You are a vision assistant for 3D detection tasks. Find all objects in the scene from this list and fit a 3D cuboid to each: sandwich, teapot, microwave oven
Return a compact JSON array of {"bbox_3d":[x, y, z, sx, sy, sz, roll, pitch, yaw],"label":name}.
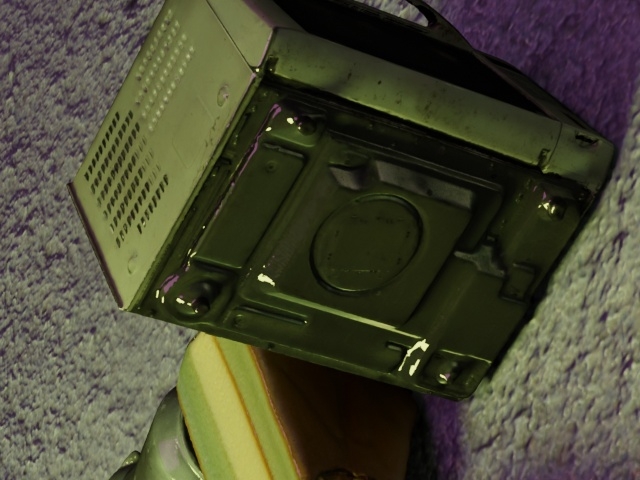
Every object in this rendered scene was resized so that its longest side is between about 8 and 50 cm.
[{"bbox_3d":[-0.041,0.200,1.953,0.155,0.227,0.198,-50,15,36],"label":"sandwich"},{"bbox_3d":[-0.132,0.275,2.197,0.203,0.171,0.225,58,139,13],"label":"teapot"},{"bbox_3d":[0.022,-0.056,1.865,0.333,0.394,0.247,-60,34,21],"label":"microwave oven"}]
